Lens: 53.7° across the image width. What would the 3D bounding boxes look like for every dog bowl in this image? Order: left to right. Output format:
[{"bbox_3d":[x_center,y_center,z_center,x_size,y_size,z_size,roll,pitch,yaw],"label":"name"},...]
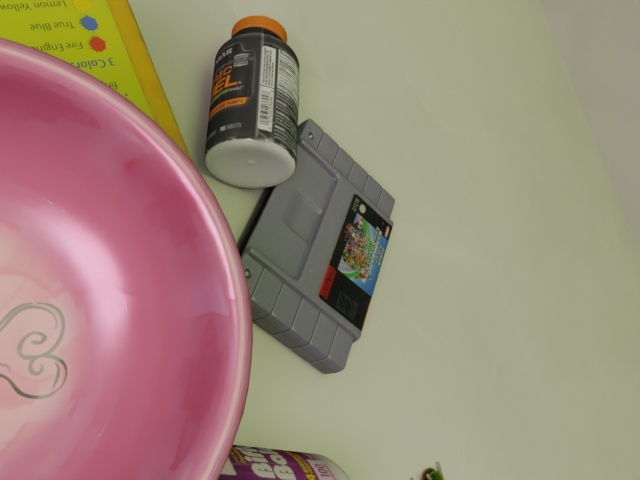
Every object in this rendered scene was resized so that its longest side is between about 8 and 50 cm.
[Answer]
[{"bbox_3d":[-0.220,0.057,0.373,0.408,0.150,0.407,12,69,-34],"label":"dog bowl"}]

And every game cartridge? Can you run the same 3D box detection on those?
[{"bbox_3d":[0.000,0.000,0.980,0.230,0.068,0.355,37,49,-20],"label":"game cartridge"}]

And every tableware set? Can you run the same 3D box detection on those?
[{"bbox_3d":[0.165,0.414,0.971,0.154,0.024,0.104,-10,79,-46],"label":"tableware set"}]

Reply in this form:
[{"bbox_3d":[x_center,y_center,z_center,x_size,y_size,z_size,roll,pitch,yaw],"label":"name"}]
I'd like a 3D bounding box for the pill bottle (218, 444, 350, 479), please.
[{"bbox_3d":[-0.115,0.295,0.651,0.302,0.169,0.169,21,58,-37],"label":"pill bottle"}]

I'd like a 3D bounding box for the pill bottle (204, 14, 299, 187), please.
[{"bbox_3d":[-0.096,-0.211,0.930,0.130,0.130,0.245,21,57,-36],"label":"pill bottle"}]

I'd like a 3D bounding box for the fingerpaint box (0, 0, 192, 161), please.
[{"bbox_3d":[-0.353,-0.050,0.536,0.445,0.163,0.371,-21,86,-34],"label":"fingerpaint box"}]
